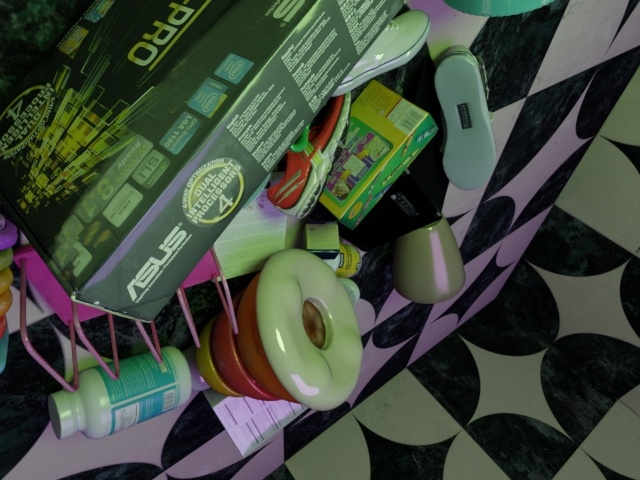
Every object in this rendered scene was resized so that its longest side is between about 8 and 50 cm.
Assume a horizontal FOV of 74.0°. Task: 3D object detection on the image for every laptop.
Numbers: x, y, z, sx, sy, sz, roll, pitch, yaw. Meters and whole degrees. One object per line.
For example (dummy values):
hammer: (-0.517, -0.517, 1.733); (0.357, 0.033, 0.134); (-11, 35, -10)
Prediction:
laptop: (0.191, -0.192, 1.142); (0.408, 0.236, 0.382); (-26, 152, 20)

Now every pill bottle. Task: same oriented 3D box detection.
pill bottle: (-0.432, 0.334, 0.929); (0.264, 0.146, 0.146); (-8, 133, -45)
pill bottle: (0.028, 0.052, 1.178); (0.184, 0.103, 0.103); (10, 120, -54)

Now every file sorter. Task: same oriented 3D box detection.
file sorter: (-0.304, 0.098, 0.710); (0.291, 0.182, 0.202); (-18, 142, -17)

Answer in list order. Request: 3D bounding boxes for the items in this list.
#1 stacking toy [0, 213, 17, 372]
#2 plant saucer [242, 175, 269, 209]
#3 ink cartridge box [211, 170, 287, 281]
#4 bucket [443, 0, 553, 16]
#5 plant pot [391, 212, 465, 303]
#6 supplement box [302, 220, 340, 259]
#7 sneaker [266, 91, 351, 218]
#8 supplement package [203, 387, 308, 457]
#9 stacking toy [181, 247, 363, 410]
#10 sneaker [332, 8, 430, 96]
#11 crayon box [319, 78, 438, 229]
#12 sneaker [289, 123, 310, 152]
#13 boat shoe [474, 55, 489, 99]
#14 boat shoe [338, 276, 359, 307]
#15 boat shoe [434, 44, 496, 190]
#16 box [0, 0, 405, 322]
stacking toy: (-0.459, 0.013, 0.538); (0.175, 0.166, 0.301); (19, 101, -40)
plant saucer: (-0.180, -0.131, 0.770); (0.195, 0.037, 0.194); (-26, 139, -25)
ink cartridge box: (-0.158, -0.038, 0.925); (0.189, 0.066, 0.232); (-13, 116, -41)
bucket: (0.305, -0.518, 0.681); (0.281, 0.281, 0.183); (-40, 150, -9)
plant pot: (0.354, 0.029, 1.436); (0.257, 0.256, 0.274); (-33, 131, -20)
supplement box: (0.000, 0.000, 1.064); (0.083, 0.083, 0.056); (1, 158, -13)
sneaker: (-0.022, -0.185, 0.842); (0.107, 0.118, 0.278); (70, 45, -84)
supplement package: (-0.178, 0.408, 1.201); (0.263, 0.199, 0.198); (-31, 115, -22)
stacking toy: (-0.175, 0.248, 1.007); (0.480, 0.350, 0.351); (-23, 159, 28)
sneaker: (0.102, -0.364, 0.781); (0.258, 0.094, 0.091); (-38, 153, -11)
crayon box: (0.092, -0.184, 0.914); (0.278, 0.165, 0.081); (-50, 149, 9)
sneaker: (-0.029, -0.280, 0.699); (0.110, 0.123, 0.295); (-22, 142, -33)
boat shoe: (0.420, -0.395, 1.138); (0.070, 0.078, 0.219); (-44, 147, 1)
boat shoe: (-0.007, 0.180, 1.237); (0.335, 0.121, 0.119); (-32, -179, 38)
boat shoe: (0.361, -0.309, 1.071); (0.367, 0.136, 0.156); (63, 34, -35)
box: (-0.157, -0.165, 0.442); (0.395, 0.318, 0.097); (-52, 149, -5)
